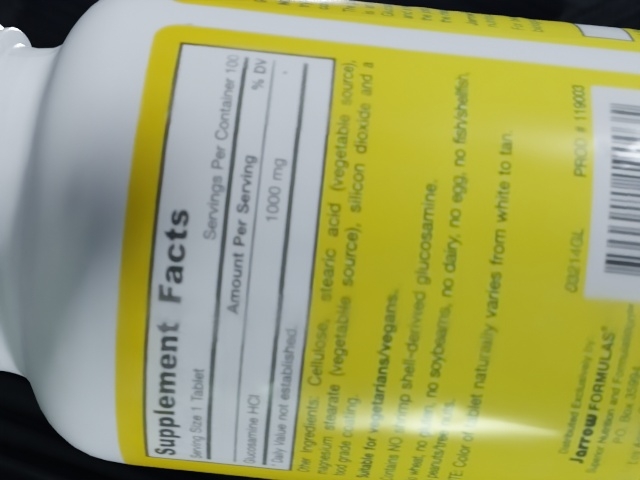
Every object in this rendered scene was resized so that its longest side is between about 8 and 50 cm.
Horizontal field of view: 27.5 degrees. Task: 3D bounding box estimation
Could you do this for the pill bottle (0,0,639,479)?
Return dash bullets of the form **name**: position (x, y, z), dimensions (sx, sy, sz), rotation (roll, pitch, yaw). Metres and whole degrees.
- **pill bottle**: position (0.000, 0.000, 0.512), dimensions (0.188, 0.334, 0.188), rotation (-174, -90, -90)
